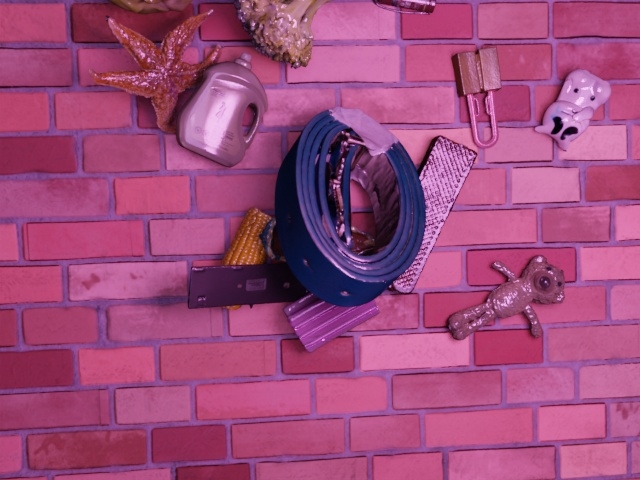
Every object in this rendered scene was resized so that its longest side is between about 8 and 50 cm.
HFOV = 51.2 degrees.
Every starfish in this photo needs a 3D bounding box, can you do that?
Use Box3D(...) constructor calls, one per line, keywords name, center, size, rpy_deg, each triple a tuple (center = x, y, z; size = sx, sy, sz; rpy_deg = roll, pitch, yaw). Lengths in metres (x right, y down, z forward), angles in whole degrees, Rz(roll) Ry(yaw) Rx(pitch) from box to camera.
Box3D(name="starfish", center=(-0.349, -0.384, 1.458), size=(0.303, 0.060, 0.299), rpy_deg=(5, 111, -47))

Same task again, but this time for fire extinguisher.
Box3D(name="fire extinguisher", center=(0.191, -0.569, 1.573), size=(0.158, 0.043, 0.064), rpy_deg=(8, 135, -5))

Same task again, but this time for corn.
Box3D(name="corn", center=(-0.177, 0.044, 1.548), size=(0.094, 0.093, 0.244), rpy_deg=(24, 91, -6))

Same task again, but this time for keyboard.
Box3D(name="keyboard", center=(-0.150, 0.101, 1.510), size=(0.317, 0.027, 0.106), rpy_deg=(0, 101, -34))

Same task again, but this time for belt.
Box3D(name="belt", center=(0.063, -0.078, 1.442), size=(0.301, 0.173, 0.436), rpy_deg=(9, 63, -21))

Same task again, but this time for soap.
Box3D(name="soap", center=(0.026, 0.164, 1.567), size=(0.203, 0.065, 0.122), rpy_deg=(-28, 121, -3))

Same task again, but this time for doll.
Box3D(name="doll", center=(0.604, -0.317, 1.588), size=(0.110, 0.107, 0.180), rpy_deg=(33, 89, 2))
Box3D(name="doll", center=(0.448, 0.138, 1.618), size=(0.286, 0.091, 0.202), rpy_deg=(-3, 82, 6))

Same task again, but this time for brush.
Box3D(name="brush", center=(0.385, -0.337, 1.599), size=(0.103, 0.047, 0.233), rpy_deg=(-10, 94, -4))

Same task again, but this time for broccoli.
Box3D(name="broccoli", center=(-0.009, -0.530, 1.434), size=(0.397, 0.274, 0.353), rpy_deg=(23, 135, 3))

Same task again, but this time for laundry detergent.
Box3D(name="laundry detergent", center=(-0.215, -0.306, 1.524), size=(0.181, 0.091, 0.253), rpy_deg=(24, 90, -21))

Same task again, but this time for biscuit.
Box3D(name="biscuit", center=(0.240, -0.058, 1.589), size=(0.107, 0.073, 0.388), rpy_deg=(25, 90, -4))

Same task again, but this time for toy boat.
Box3D(name="toy boat", center=(-0.002, -0.001, 1.535), size=(0.293, 0.099, 0.108), rpy_deg=(4, 94, -23))

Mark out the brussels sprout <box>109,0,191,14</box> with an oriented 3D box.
Box3D(name="brussels sprout", center=(-0.373, -0.655, 1.415), size=(0.328, 0.247, 0.327), rpy_deg=(2, 132, 2))
